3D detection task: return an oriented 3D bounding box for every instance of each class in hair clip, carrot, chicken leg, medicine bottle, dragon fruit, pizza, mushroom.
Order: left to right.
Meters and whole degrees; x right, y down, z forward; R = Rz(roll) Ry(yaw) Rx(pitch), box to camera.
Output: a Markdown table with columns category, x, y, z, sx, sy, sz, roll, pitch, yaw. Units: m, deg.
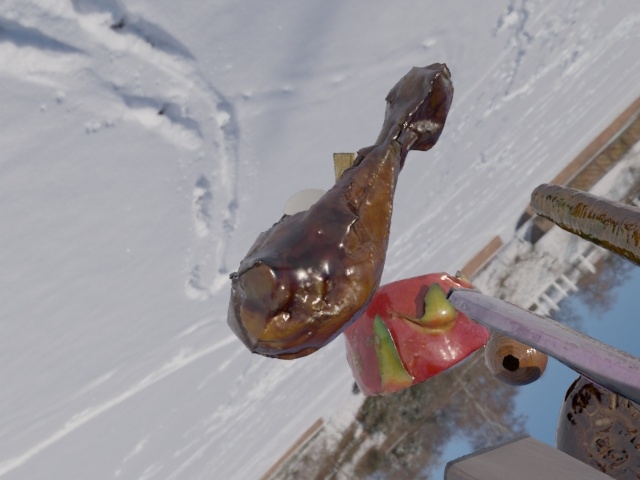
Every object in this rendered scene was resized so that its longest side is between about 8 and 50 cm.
| category | x | y | z | sx | sy | sz | roll | pitch | yaw |
| --- | --- | --- | --- | --- | --- | --- | --- | --- | --- |
| medicine bottle | 0.000 | 0.000 | 1.142 | 0.107 | 0.107 | 0.191 | -41 | 145 | -13 |
| pizza | 0.059 | -0.195 | 1.696 | 0.026 | 0.109 | 0.123 | -3 | 134 | -24 |
| chicken leg | 0.035 | -0.037 | 0.505 | 0.304 | 0.093 | 0.113 | -55 | -178 | -30 |
| dragon fruit | 0.168 | 0.155 | 1.254 | 0.290 | 0.189 | 0.290 | -21 | 177 | -1 |
| hair clip | 0.217 | 0.102 | 0.518 | 0.110 | 0.358 | 0.096 | -20 | 120 | -23 |
| carrot | 0.209 | -0.013 | 0.488 | 0.042 | 0.042 | 0.170 | -43 | -157 | -1 |
| mushroom | 0.544 | 0.365 | 1.212 | 0.163 | 0.297 | 0.278 | 10 | 171 | -34 |

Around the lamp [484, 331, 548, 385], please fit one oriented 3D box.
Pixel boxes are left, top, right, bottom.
| category | x | y | z | sx | sy | sz | roll | pitch | yaw |
| --- | --- | --- | --- | --- | --- | --- | --- | --- | --- |
| lamp | 0.427 | 0.250 | 1.454 | 0.136 | 0.136 | 0.136 | -41 | 169 | -10 |

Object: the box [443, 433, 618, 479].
| category | x | y | z | sx | sy | sz | roll | pitch | yaw |
| --- | --- | --- | --- | --- | --- | --- | --- | --- | --- |
| box | 0.283 | 0.358 | 0.760 | 0.188 | 0.252 | 0.153 | -2 | 101 | -40 |
